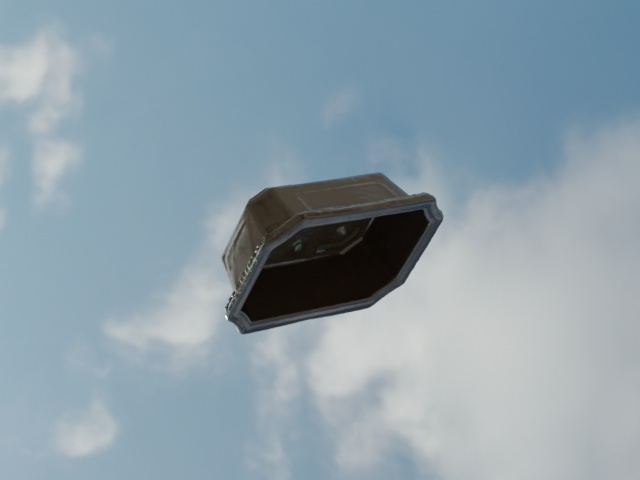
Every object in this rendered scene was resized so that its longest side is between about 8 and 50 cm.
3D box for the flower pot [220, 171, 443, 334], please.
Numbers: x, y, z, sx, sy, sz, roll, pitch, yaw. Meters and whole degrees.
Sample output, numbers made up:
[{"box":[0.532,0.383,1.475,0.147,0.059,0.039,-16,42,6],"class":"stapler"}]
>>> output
[{"box":[0.000,0.000,1.449,0.251,0.179,0.084,-9,-128,-38],"class":"flower pot"}]
